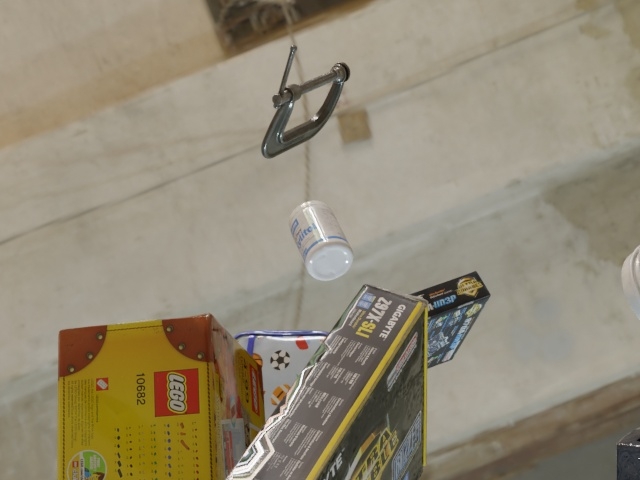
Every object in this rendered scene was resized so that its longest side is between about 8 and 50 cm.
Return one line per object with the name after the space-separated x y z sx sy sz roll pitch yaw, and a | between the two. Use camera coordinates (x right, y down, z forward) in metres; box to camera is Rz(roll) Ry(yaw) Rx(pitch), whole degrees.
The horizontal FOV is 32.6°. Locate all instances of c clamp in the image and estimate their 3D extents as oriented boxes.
-0.011 -0.146 1.134 0.022 0.137 0.160 33 -153 15 | c clamp

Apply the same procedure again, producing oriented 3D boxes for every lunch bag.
-0.069 0.308 1.890 0.115 0.243 0.304 62 -149 -66 | lunch bag

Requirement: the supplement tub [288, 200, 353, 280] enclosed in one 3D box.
0.000 0.000 1.558 0.107 0.071 0.071 -117 4 -49 | supplement tub

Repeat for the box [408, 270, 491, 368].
0.156 0.148 1.737 0.051 0.175 0.220 61 156 26 | box

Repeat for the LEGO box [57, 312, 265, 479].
-0.182 0.380 1.381 0.372 0.193 0.501 67 -162 -72 | LEGO box

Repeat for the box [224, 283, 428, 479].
0.009 0.240 1.063 0.322 0.079 0.257 -51 -30 -43 | box

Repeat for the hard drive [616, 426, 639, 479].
0.380 0.242 0.920 0.054 0.254 0.172 -50 -41 -45 | hard drive

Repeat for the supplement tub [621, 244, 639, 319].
0.428 0.014 1.147 0.200 0.144 0.144 -47 58 47 | supplement tub
